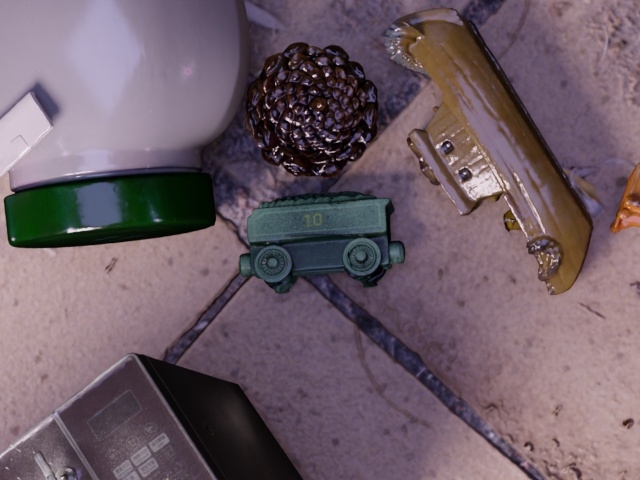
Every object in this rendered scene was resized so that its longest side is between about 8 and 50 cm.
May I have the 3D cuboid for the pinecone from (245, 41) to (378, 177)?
[{"bbox_3d":[-0.009,-0.129,1.738,0.140,0.121,0.140,-1,82,4],"label":"pinecone"}]

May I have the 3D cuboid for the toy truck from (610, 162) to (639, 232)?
[{"bbox_3d":[0.432,-0.017,1.690,0.270,0.114,0.135,20,85,7],"label":"toy truck"}]

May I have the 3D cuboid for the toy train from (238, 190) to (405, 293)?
[{"bbox_3d":[0.000,0.000,1.757,0.172,0.070,0.099,-4,79,7],"label":"toy train"}]

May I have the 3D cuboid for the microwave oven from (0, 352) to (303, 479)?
[{"bbox_3d":[-0.226,0.337,1.610,0.432,0.374,0.236,-37,74,7],"label":"microwave oven"}]

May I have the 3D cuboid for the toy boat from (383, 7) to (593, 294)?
[{"bbox_3d":[0.164,-0.086,1.735,0.121,0.089,0.321,-31,86,9],"label":"toy boat"}]

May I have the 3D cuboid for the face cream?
[{"bbox_3d":[-0.225,-0.178,1.713,0.312,0.219,0.357,-7,87,10],"label":"face cream"}]

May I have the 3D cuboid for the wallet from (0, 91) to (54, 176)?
[{"bbox_3d":[-0.287,-0.099,1.615,0.083,0.011,0.044,-39,77,25],"label":"wallet"}]
